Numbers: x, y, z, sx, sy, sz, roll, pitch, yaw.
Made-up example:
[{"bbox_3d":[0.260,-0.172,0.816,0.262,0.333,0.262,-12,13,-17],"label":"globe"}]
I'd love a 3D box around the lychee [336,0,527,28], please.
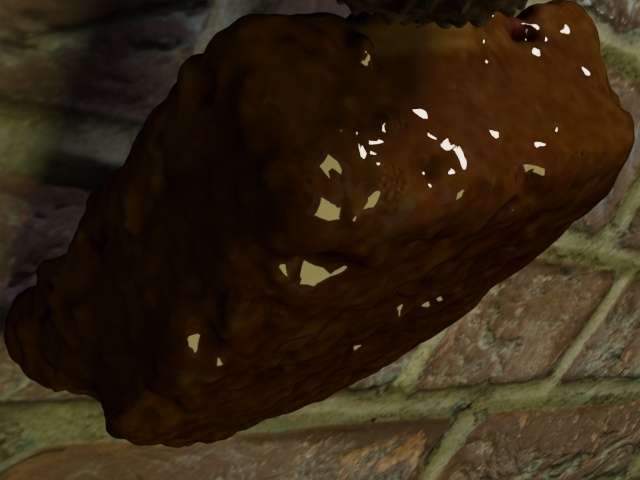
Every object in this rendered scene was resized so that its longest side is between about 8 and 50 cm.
[{"bbox_3d":[0.062,-0.265,0.593,0.300,0.300,0.300,-30,144,-25],"label":"lychee"}]

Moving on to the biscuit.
[{"bbox_3d":[0.000,0.000,0.813,0.342,0.166,0.395,-16,160,-41],"label":"biscuit"}]
